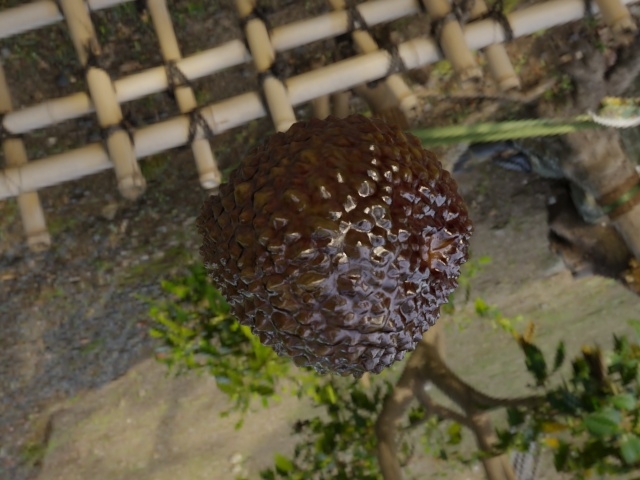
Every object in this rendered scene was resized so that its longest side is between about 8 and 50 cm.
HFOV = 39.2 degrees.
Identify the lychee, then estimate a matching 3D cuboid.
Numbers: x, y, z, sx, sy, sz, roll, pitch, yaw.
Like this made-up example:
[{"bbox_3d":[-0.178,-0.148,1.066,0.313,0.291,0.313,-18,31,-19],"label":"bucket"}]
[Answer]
[{"bbox_3d":[0.000,0.000,0.845,0.271,0.271,0.271,-14,156,-6],"label":"lychee"}]
